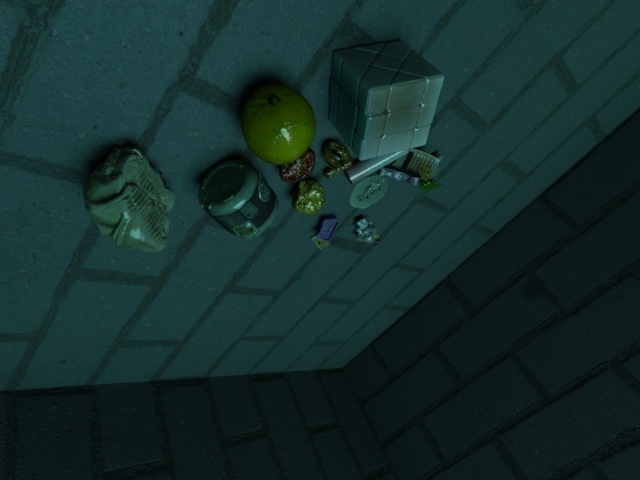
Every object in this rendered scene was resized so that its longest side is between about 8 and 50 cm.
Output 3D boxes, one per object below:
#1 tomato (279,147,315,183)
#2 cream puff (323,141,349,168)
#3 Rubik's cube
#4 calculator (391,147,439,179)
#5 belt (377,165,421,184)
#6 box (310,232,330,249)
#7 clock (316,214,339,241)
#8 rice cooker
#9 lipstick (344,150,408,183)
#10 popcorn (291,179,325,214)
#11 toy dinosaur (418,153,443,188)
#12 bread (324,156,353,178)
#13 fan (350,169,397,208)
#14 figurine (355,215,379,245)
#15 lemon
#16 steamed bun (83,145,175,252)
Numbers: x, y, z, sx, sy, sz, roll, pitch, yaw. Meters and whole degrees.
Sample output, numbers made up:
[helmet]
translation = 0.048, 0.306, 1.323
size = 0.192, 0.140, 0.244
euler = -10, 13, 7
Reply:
[tomato]
translation = -0.114, -0.347, 1.815
size = 0.174, 0.082, 0.166
euler = -24, 149, -16
[cream puff]
translation = 0.070, -0.397, 1.862
size = 0.133, 0.119, 0.104
euler = 46, 70, -19
[Rubik's cube]
translation = 0.241, -0.555, 1.604
size = 0.319, 0.321, 0.315
euler = -17, 141, -17
[calculator]
translation = 0.503, -0.406, 2.129
size = 0.237, 0.033, 0.157
euler = 21, 130, -2
[belt]
translation = 0.414, -0.346, 2.140
size = 0.232, 0.071, 0.053
euler = 14, 125, -2
[box]
translation = 0.000, 0.000, 2.380
size = 0.073, 0.020, 0.149
euler = -33, 145, 2
[clock]
translation = 0.030, -0.071, 2.268
size = 0.110, 0.050, 0.152
euler = 5, 122, -35
[rice cooker]
translation = -0.336, -0.167, 1.708
size = 0.289, 0.288, 0.277
euler = -32, 143, 3
[lipstick]
translation = 0.277, -0.396, 2.027
size = 0.327, 0.087, 0.087
euler = -29, 145, -1
[popcorn]
translation = -0.060, -0.212, 1.968
size = 0.180, 0.170, 0.180
euler = -58, 173, -11
[toy dinosaur]
translation = 0.588, -0.380, 2.241
size = 0.194, 0.176, 0.152
euler = -20, 162, 41
[bread]
translation = 0.088, -0.354, 1.982
size = 0.157, 0.044, 0.052
euler = -30, 139, 0
[fan]
translation = 0.335, -0.318, 2.231
size = 0.415, 0.012, 0.233
euler = -38, 144, 11
[figurine]
translation = 0.267, -0.056, 2.432
size = 0.137, 0.112, 0.229
euler = -36, 132, -5
[lemon]
translation = -0.156, -0.426, 1.517
size = 0.297, 0.297, 0.297
euler = -19, 144, -15
[steamed bun]
translation = -0.718, -0.138, 1.492
size = 0.238, 0.393, 0.346
euler = -9, -173, 10
